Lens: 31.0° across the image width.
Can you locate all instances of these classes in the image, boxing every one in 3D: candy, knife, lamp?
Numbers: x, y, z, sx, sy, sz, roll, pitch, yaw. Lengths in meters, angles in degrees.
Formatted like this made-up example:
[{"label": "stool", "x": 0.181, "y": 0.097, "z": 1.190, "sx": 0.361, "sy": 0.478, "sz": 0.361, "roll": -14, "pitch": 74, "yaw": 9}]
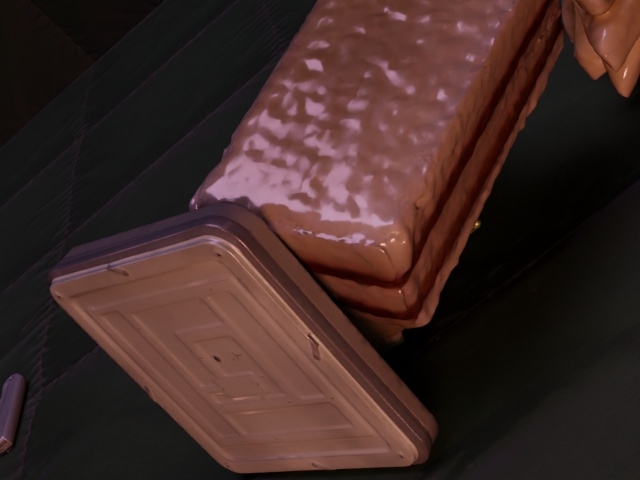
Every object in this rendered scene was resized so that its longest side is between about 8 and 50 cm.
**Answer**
[{"label": "candy", "x": 0.056, "y": -0.098, "z": 0.924, "sx": 0.179, "sy": 0.135, "sz": 0.321, "roll": 18, "pitch": 66, "yaw": 27}, {"label": "knife", "x": -0.426, "y": 0.235, "z": 1.569, "sx": 0.044, "sy": 0.023, "sz": 0.162, "roll": -36, "pitch": 25, "yaw": 12}, {"label": "lamp", "x": -0.069, "y": 0.092, "z": 0.944, "sx": 0.266, "sy": 0.269, "sz": 0.047, "roll": -16, "pitch": 33, "yaw": 47}]

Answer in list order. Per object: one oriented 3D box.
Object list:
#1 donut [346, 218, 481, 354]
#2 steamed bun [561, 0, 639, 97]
[{"label": "donut", "x": 0.008, "y": -0.003, "z": 1.111, "sx": 0.371, "sy": 0.150, "sz": 0.307, "roll": -45, "pitch": 27, "yaw": 3}, {"label": "steamed bun", "x": 0.268, "y": -0.269, "z": 1.012, "sx": 0.189, "sy": 0.247, "sz": 0.428, "roll": -34, "pitch": -6, "yaw": 13}]
